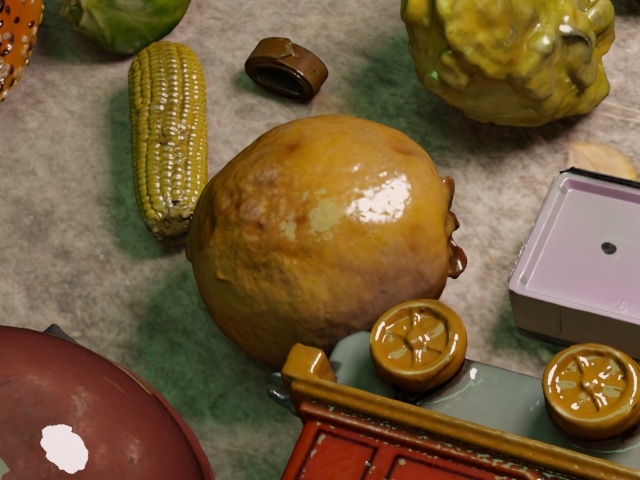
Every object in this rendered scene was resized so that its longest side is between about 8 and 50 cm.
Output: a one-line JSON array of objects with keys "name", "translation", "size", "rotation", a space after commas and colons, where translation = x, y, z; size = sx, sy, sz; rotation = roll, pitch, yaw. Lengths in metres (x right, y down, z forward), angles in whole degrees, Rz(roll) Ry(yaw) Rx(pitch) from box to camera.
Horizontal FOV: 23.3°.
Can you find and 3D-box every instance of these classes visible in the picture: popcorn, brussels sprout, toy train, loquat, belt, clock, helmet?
[{"name": "popcorn", "translation": [0.173, -0.218, 1.438], "size": [0.192, 0.233, 0.266], "rotation": [-9, 8, 39]}, {"name": "brussels sprout", "translation": [-0.195, -0.273, 1.626], "size": [0.151, 0.122, 0.149], "rotation": [-34, 37, 32]}, {"name": "toy train", "translation": [0.104, 0.186, 1.172], "size": [0.369, 0.163, 0.232], "rotation": [14, 61, 24]}, {"name": "loquat", "translation": [0.000, 0.000, 1.316], "size": [0.238, 0.193, 0.238], "rotation": [-9, 38, 8]}, {"name": "belt", "translation": [-0.036, -0.170, 1.543], "size": [0.083, 0.059, 0.036], "rotation": [20, 59, 25]}, {"name": "clock", "translation": [0.270, 0.029, 1.311], "size": [0.192, 0.071, 0.147], "rotation": [14, 57, 22]}, {"name": "helmet", "translation": [-0.255, 0.193, 1.141], "size": [0.384, 0.230, 0.338], "rotation": [28, 69, 3]}]

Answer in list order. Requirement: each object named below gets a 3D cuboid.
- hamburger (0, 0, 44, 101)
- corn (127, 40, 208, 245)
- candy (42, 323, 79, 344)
[{"name": "hamburger", "translation": [-0.405, -0.249, 1.553], "size": [0.176, 0.300, 0.300], "rotation": [2, 52, 36]}, {"name": "corn", "translation": [-0.145, -0.100, 1.504], "size": [0.080, 0.080, 0.231], "rotation": [-11, 51, 4]}, {"name": "candy", "translation": [-0.309, 0.204, 1.302], "size": [0.061, 0.088, 0.312], "rotation": [31, 65, 32]}]
